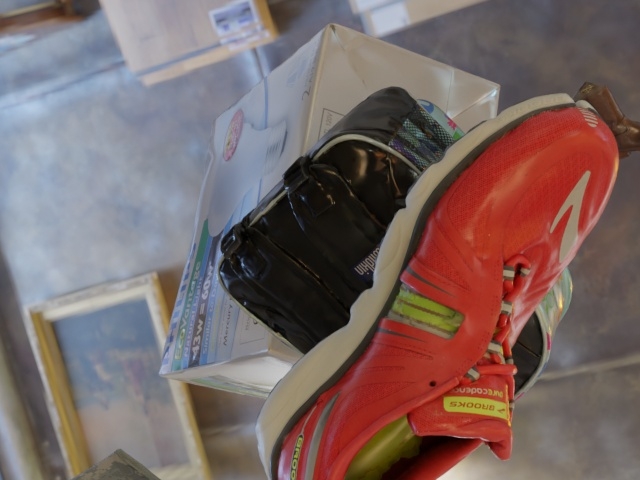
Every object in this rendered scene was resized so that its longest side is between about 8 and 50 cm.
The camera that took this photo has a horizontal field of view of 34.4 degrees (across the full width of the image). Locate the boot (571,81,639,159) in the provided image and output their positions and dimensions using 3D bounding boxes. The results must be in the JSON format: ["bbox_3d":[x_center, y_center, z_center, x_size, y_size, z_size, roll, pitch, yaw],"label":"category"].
[{"bbox_3d":[0.386,-0.163,1.316,0.106,0.114,0.037,-25,-155,37],"label":"boot"}]

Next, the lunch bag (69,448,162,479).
[{"bbox_3d":[-0.247,0.439,1.342,0.287,0.169,0.235,27,-151,25],"label":"lunch bag"}]

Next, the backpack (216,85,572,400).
[{"bbox_3d":[0.073,0.026,0.852,0.225,0.253,0.191,-44,-179,36],"label":"backpack"}]

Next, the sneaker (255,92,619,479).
[{"bbox_3d":[0.077,0.057,0.544,0.107,0.279,0.118,25,-165,-31],"label":"sneaker"}]

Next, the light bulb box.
[{"bbox_3d":[0.000,0.000,1.194,0.225,0.358,0.361,17,162,-22],"label":"light bulb box"}]
